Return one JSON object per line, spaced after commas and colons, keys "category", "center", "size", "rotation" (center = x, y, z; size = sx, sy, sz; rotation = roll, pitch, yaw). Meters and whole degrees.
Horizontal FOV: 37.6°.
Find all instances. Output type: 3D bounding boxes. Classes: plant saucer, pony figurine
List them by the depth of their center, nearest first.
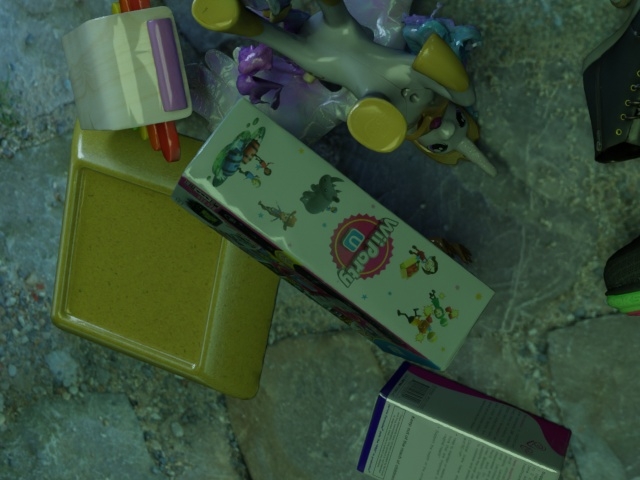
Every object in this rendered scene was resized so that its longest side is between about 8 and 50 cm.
{"category": "pony figurine", "center": [0.020, -0.185, 0.952], "size": [0.351, 0.363, 0.303], "rotation": [38, 99, 16]}
{"category": "plant saucer", "center": [-0.220, 0.027, 1.238], "size": [0.332, 0.081, 0.333], "rotation": [18, 110, 17]}

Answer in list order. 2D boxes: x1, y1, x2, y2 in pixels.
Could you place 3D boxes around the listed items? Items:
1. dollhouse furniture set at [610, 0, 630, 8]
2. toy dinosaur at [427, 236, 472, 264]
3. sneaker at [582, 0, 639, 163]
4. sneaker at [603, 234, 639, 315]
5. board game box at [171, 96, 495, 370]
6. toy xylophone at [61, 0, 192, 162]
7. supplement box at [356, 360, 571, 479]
{"category": "dollhouse furniture set", "center": [0.241, -0.259, 0.944], "size": [0.151, 0.144, 0.123], "rotation": [-21, 97, -11]}
{"category": "toy dinosaur", "center": [0.111, 0.030, 1.114], "size": [0.112, 0.064, 0.211], "rotation": [-38, 87, 27]}
{"category": "sneaker", "center": [0.327, -0.159, 0.895], "size": [0.083, 0.222, 0.118], "rotation": [5, 71, -10]}
{"category": "sneaker", "center": [0.445, -0.115, 0.906], "size": [0.202, 0.185, 0.483], "rotation": [49, 114, 24]}
{"category": "board game box", "center": [0.000, 0.000, 0.962], "size": [0.303, 0.224, 0.098], "rotation": [36, 82, -8]}
{"category": "toy xylophone", "center": [-0.237, -0.218, 1.072], "size": [0.081, 0.322, 0.236], "rotation": [-15, 110, -20]}
{"category": "supplement box", "center": [0.171, 0.249, 1.119], "size": [0.220, 0.111, 0.114], "rotation": [20, 110, 16]}
